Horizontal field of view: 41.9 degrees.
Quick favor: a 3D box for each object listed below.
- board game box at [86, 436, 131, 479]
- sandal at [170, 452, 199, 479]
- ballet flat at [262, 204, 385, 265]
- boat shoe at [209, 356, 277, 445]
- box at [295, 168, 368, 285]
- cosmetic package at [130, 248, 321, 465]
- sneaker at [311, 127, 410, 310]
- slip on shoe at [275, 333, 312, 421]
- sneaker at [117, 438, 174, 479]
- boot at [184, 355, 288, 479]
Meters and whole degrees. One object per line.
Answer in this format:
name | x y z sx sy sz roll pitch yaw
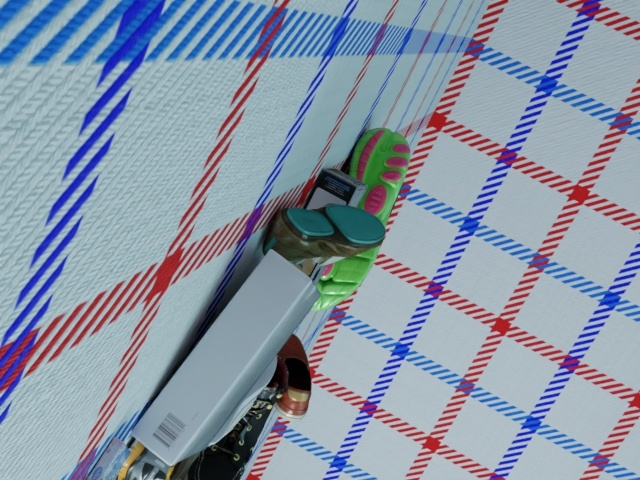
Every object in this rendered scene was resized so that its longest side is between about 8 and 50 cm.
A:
board game box | -0.326 0.350 1.272 0.090 0.020 0.090 -60 172 -23
sandal | -0.329 0.575 1.923 0.219 0.060 0.090 -58 172 -26
ballet flat | 0.000 0.000 1.645 0.124 0.116 0.342 -45 160 25
boat shoe | -0.196 0.362 1.927 0.268 0.096 0.088 -57 176 -24
box | -0.007 -0.013 1.839 0.290 0.087 0.169 -62 173 10
cosmetic package | -0.151 0.207 1.481 0.377 0.097 0.284 -53 170 -5
sneaker | 0.087 -0.035 2.033 0.483 0.185 0.202 -59 169 -8
slip on shoe | -0.074 0.348 2.276 0.331 0.123 0.101 -98 -153 -60
sneaker | -0.302 0.414 1.433 0.084 0.083 0.215 -58 173 -36
boot | -0.201 0.460 2.071 0.284 0.138 0.377 -63 176 19
